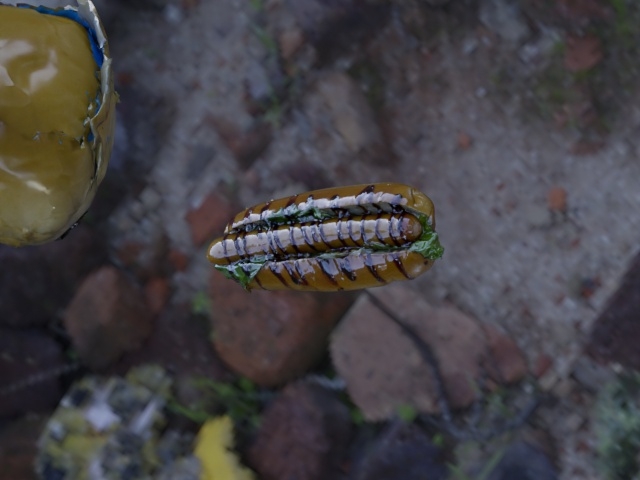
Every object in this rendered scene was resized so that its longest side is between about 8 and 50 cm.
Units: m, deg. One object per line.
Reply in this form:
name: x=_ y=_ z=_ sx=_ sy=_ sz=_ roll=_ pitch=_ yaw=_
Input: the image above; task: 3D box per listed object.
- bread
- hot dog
bread: x=-0.105 y=-0.035 z=0.481 sx=0.106 sy=0.053 sz=0.072 roll=6 pitch=53 yaw=3
hot dog: x=0.000 y=0.000 z=0.845 sx=0.122 sy=0.037 sz=0.049 roll=-9 pitch=76 yaw=32
